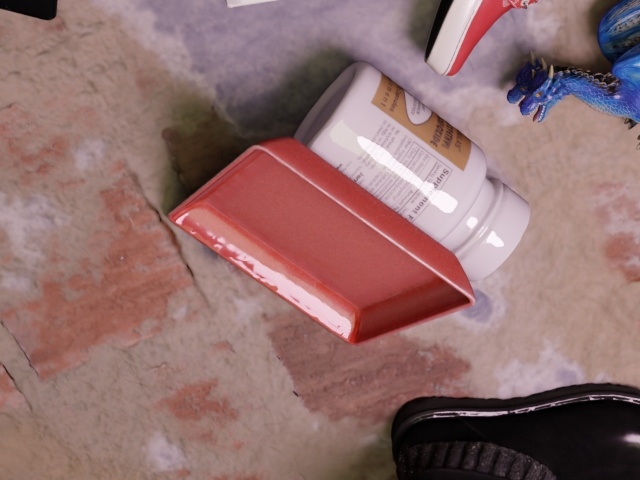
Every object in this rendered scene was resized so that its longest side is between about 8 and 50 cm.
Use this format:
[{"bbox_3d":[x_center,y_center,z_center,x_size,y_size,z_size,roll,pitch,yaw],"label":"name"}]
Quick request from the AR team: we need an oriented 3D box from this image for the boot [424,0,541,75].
[{"bbox_3d":[0.220,-0.242,1.157,0.176,0.088,0.244,26,106,-12],"label":"boot"}]

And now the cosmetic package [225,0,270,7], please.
[{"bbox_3d":[-0.078,-0.344,1.105,0.060,0.099,0.239,-9,111,3],"label":"cosmetic package"}]

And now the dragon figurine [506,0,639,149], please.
[{"bbox_3d":[0.323,-0.182,1.160,0.289,0.085,0.144,-34,126,23],"label":"dragon figurine"}]

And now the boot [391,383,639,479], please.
[{"bbox_3d":[0.238,0.276,1.272,0.348,0.260,0.131,-5,112,2],"label":"boot"}]

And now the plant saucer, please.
[{"bbox_3d":[0.000,0.000,1.204,0.258,0.259,0.047,35,65,-14],"label":"plant saucer"}]

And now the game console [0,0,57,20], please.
[{"bbox_3d":[-0.309,-0.288,1.174,0.122,0.071,0.107,13,82,-6],"label":"game console"}]

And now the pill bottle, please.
[{"bbox_3d":[0.092,-0.063,1.203,0.229,0.131,0.131,36,108,-14],"label":"pill bottle"}]
